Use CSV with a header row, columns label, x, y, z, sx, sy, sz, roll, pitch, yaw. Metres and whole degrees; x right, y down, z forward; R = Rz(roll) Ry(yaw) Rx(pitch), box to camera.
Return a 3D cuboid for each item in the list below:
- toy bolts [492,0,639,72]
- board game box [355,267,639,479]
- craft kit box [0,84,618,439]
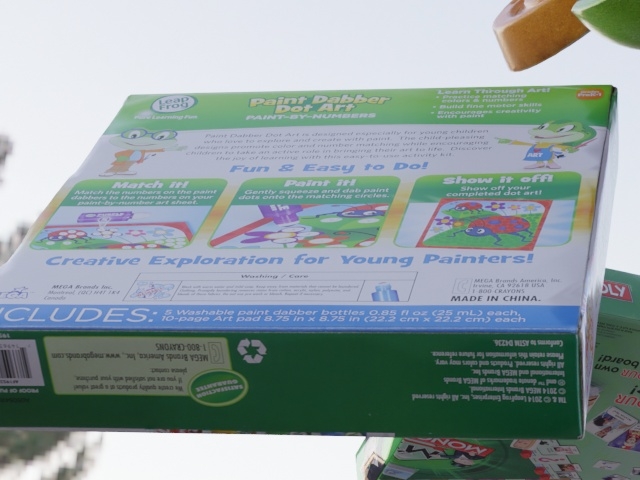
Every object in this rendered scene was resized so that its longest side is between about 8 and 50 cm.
label,x,y,z,sx,sy,sz,roll,pitch,yaw
toy bolts,0.235,-0.121,0.979,0.158,0.228,0.218,52,-21,-11
board game box,0.208,0.117,1.166,0.317,0.046,0.213,12,-47,-18
craft kit box,0.000,0.000,0.785,0.250,0.246,0.061,0,-61,13
